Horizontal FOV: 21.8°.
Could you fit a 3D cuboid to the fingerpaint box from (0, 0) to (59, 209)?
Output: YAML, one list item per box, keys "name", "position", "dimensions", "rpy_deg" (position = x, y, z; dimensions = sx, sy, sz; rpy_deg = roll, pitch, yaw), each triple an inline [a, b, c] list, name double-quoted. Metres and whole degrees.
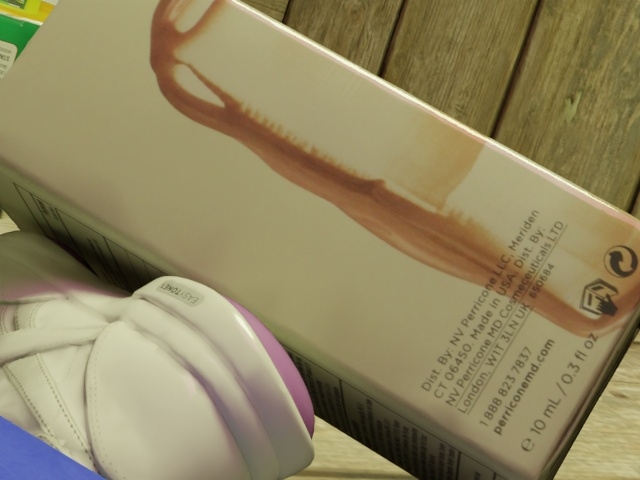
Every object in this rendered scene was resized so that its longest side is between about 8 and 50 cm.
- name: "fingerpaint box"
  position: [-0.449, -0.196, 1.405]
  dimensions: [0.444, 0.163, 0.371]
  rpy_deg: [17, 12, -12]

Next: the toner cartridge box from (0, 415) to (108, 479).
- name: "toner cartridge box"
  position: [-0.107, 0.121, 0.503]
  dimensions: [0.347, 0.075, 0.165]
  rpy_deg: [31, 10, 2]

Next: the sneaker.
- name: "sneaker"
  position: [-0.135, 0.075, 0.730]
  dimensions: [0.152, 0.114, 0.305]
  rpy_deg: [-37, 19, -25]

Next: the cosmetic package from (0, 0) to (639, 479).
- name: "cosmetic package"
  position: [0.000, 0.000, 0.779]
  dimensions: [0.296, 0.129, 0.153]
  rpy_deg: [30, -13, 11]
